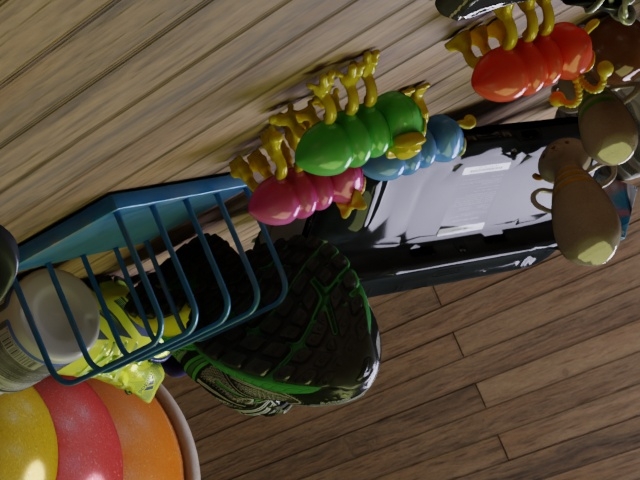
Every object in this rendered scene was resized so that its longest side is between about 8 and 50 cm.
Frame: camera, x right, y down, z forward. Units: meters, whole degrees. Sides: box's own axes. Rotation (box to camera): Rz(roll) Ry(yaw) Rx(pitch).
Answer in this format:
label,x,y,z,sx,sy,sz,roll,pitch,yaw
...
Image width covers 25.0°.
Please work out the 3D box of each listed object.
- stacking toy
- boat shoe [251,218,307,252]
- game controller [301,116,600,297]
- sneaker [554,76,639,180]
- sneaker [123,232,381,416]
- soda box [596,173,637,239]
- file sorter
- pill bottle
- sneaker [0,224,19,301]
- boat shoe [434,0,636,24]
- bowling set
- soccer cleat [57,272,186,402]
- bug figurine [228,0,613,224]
label,x,y,z,sx,sy,sz,roll,pitch,yaw
stacking toy,-0.346,0.218,1.370,0.350,0.351,0.480,-24,157,7
boat shoe,0.000,0.000,1.394,0.079,0.095,0.254,-39,177,29
game controller,0.123,-0.031,1.302,0.319,0.067,0.166,-9,126,-34
sneaker,0.351,-0.139,1.426,0.115,0.105,0.281,-30,-176,-37
sneaker,-0.037,0.082,1.218,0.134,0.146,0.343,-45,-159,-15
soda box,0.221,-0.051,1.456,0.183,0.058,0.063,18,168,-8
file sorter,-0.120,0.027,1.037,0.118,0.104,0.170,-26,175,31
pill bottle,-0.243,0.079,1.167,0.078,0.078,0.137,-19,173,-43
sneaker,-0.256,0.037,0.854,0.209,0.069,0.082,-36,-154,23
boat shoe,0.151,-0.142,0.707,0.206,0.065,0.075,-22,175,-11
bowling set,0.273,-0.132,1.152,0.287,0.200,0.154,-25,-145,14
soccer cleat,-0.193,0.100,1.369,0.093,0.121,0.289,-25,175,19
bug figurine,0.057,-0.074,0.957,0.216,0.072,0.279,-21,175,-22
